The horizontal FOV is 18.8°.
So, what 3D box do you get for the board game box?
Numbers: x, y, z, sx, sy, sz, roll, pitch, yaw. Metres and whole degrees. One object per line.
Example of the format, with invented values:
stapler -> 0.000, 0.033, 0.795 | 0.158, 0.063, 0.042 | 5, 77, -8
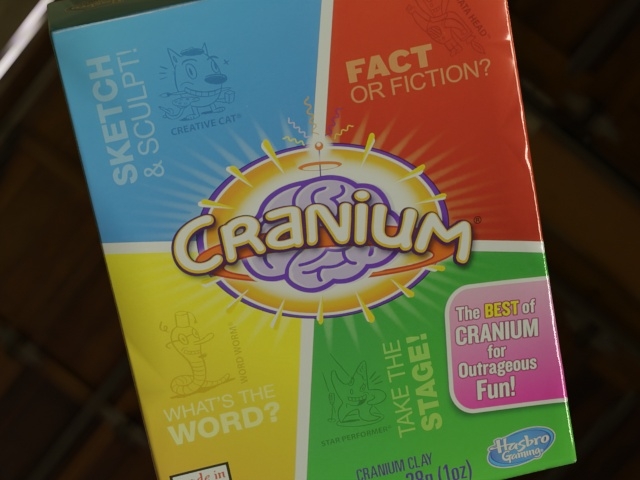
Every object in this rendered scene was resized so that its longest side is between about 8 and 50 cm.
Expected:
board game box -> 0.000, 0.000, 1.073 | 0.242, 0.316, 0.064 | -13, -158, -4
